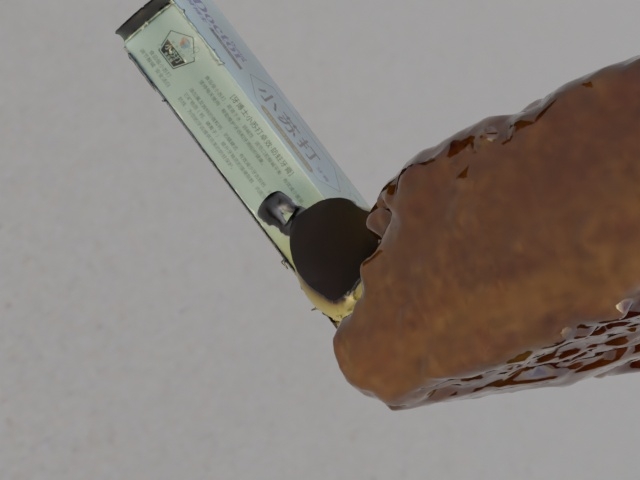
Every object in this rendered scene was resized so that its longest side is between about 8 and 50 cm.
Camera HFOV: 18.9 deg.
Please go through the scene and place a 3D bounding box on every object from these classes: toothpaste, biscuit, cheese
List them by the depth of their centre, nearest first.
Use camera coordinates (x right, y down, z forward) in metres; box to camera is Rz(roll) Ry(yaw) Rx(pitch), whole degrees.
[{"bbox_3d":[0.235,-0.018,1.256,0.343,0.395,0.166,-6,76,-49],"label":"biscuit"},{"bbox_3d":[0.000,0.000,1.455,0.036,0.086,0.162,34,0,-40],"label":"cheese"},{"bbox_3d":[-0.047,-0.073,1.605,0.313,0.071,0.089,53,21,-2],"label":"toothpaste"}]
